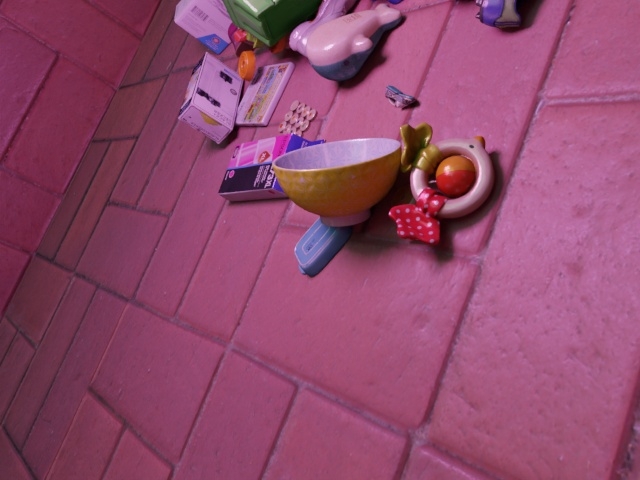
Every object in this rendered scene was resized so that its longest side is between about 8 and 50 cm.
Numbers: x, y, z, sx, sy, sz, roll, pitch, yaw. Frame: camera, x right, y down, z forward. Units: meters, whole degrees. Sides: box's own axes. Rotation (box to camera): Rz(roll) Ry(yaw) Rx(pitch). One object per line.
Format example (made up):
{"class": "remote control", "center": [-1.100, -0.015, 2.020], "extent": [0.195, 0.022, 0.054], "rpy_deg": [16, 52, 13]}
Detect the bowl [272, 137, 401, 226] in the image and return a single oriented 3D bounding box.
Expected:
{"class": "bowl", "center": [0.047, -0.122, 1.313], "extent": [0.289, 0.289, 0.156], "rpy_deg": [16, 122, 52]}

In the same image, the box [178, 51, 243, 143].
{"class": "box", "center": [-0.370, -0.490, 2.018], "extent": [0.087, 0.169, 0.290], "rpy_deg": [-34, 37, 38]}

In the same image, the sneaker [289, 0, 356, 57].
{"class": "sneaker", "center": [0.035, -0.644, 1.767], "extent": [0.262, 0.099, 0.121], "rpy_deg": [-46, 68, 2]}

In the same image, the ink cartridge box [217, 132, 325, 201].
{"class": "ink cartridge box", "center": [-0.150, -0.208, 1.699], "extent": [0.370, 0.069, 0.176], "rpy_deg": [2, 68, 47]}

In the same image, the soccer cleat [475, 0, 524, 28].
{"class": "soccer cleat", "center": [0.439, -0.581, 1.275], "extent": [0.121, 0.093, 0.289], "rpy_deg": [23, 79, 22]}

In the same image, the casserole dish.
{"class": "casserole dish", "center": [0.000, 0.000, 1.410], "extent": [0.188, 0.037, 0.114], "rpy_deg": [-49, 38, 15]}

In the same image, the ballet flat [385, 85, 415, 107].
{"class": "ballet flat", "center": [0.192, -0.342, 1.422], "extent": [0.041, 0.041, 0.114], "rpy_deg": [-53, 38, 9]}

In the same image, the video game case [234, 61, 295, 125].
{"class": "video game case", "center": [-0.193, -0.483, 1.956], "extent": [0.206, 0.026, 0.227], "rpy_deg": [14, 76, 52]}

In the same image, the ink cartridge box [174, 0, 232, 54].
{"class": "ink cartridge box", "center": [-0.388, -0.922, 2.302], "extent": [0.307, 0.223, 0.129], "rpy_deg": [-34, 43, 29]}

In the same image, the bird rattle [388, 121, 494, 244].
{"class": "bird rattle", "center": [0.234, -0.115, 1.154], "extent": [0.206, 0.143, 0.254], "rpy_deg": [-10, 60, 26]}

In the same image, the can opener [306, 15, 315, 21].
{"class": "can opener", "center": [-0.023, -0.696, 1.874], "extent": [0.073, 0.059, 0.186], "rpy_deg": [-6, 62, 47]}

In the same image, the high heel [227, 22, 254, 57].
{"class": "high heel", "center": [-0.218, -0.852, 2.134], "extent": [0.377, 0.127, 0.181], "rpy_deg": [-37, 53, 32]}

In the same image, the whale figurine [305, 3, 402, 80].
{"class": "whale figurine", "center": [0.096, -0.537, 1.604], "extent": [0.272, 0.141, 0.216], "rpy_deg": [-31, 40, -3]}

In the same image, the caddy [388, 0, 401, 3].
{"class": "caddy", "center": [0.193, -0.825, 1.616], "extent": [0.341, 0.179, 0.241], "rpy_deg": [-56, 38, 5]}

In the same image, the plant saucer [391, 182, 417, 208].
{"class": "plant saucer", "center": [0.183, -0.091, 1.279], "extent": [0.083, 0.015, 0.084], "rpy_deg": [-28, 48, 35]}

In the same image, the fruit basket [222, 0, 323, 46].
{"class": "fruit basket", "center": [-0.158, -0.831, 1.748], "extent": [0.391, 0.283, 0.392], "rpy_deg": [-2, 76, 8]}

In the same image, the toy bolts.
{"class": "toy bolts", "center": [-0.191, -0.664, 2.003], "extent": [0.229, 0.158, 0.218], "rpy_deg": [62, 142, 41]}

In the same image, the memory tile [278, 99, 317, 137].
{"class": "memory tile", "center": [-0.070, -0.354, 1.741], "extent": [0.113, 0.012, 0.148], "rpy_deg": [-55, 37, 6]}
